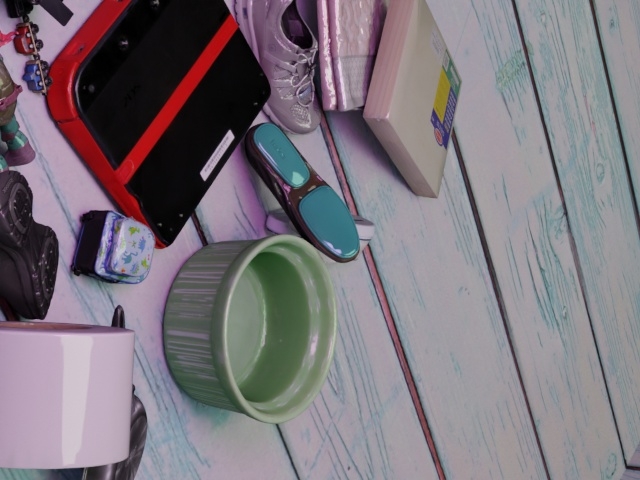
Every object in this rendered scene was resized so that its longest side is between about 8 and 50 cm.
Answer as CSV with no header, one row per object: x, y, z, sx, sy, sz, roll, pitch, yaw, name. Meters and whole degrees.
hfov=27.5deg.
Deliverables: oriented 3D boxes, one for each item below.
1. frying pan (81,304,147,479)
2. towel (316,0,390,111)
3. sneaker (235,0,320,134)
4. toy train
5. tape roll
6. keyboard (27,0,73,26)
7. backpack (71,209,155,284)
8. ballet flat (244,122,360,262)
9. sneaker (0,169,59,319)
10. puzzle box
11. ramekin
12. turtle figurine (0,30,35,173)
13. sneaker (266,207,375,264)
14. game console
-0.283,0.249,1.898,0.197,0.053,0.326,-11,116,-81,frying pan
0.072,-0.393,2.380,0.332,0.053,0.317,-20,109,-69,towel
-0.052,-0.300,2.220,0.105,0.115,0.281,-52,131,-40,sneaker
-0.404,-0.275,1.802,0.036,0.027,0.158,-31,116,-46,toy train
-0.366,0.194,1.694,0.246,0.246,0.169,3,90,-55,tape roll
-0.422,-0.380,1.649,0.033,0.201,0.317,-43,137,4,keyboard
-0.293,0.014,1.925,0.114,0.084,0.105,23,75,-56,backpack
-0.032,-0.075,2.197,0.095,0.096,0.280,-32,85,-26,ballet flat
-0.427,0.006,1.724,0.286,0.130,0.109,82,12,-51,sneaker
0.186,-0.275,2.525,0.409,0.052,0.272,48,52,-64,puzzle box
-0.116,0.139,2.125,0.303,0.148,0.303,-4,96,-54,ramekin
-0.443,-0.182,1.685,0.175,0.118,0.234,-49,135,-42,turtle figurine
0.000,0.000,2.334,0.258,0.094,0.091,6,107,-46,sneaker
-0.239,-0.233,2.016,0.386,0.060,0.342,-60,137,-33,game console
